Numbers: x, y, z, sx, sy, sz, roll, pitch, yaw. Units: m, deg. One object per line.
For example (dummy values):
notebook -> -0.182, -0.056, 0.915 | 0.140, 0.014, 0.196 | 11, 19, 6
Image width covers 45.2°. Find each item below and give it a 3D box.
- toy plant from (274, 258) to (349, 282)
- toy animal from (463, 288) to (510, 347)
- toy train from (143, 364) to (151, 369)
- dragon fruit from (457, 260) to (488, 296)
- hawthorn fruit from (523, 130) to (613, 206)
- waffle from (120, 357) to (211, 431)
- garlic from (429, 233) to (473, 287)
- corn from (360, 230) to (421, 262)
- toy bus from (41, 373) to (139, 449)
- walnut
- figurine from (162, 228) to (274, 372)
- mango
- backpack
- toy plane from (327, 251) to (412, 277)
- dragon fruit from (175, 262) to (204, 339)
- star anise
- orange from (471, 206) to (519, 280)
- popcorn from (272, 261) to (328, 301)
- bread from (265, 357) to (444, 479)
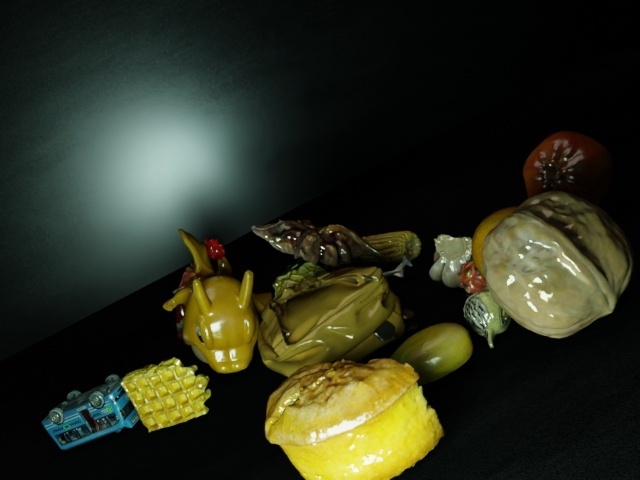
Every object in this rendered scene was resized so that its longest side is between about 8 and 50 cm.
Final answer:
toy plant -> -0.021, 0.104, 2.257 | 0.233, 0.112, 0.243 | -29, -28, -6
toy animal -> 0.332, 0.159, 1.561 | 0.098, 0.098, 0.137 | -13, 40, 45
toy train -> -0.553, 0.434, 2.238 | 0.202, 0.060, 0.081 | -32, 21, -22
dragon fruit -> 0.365, 0.091, 1.767 | 0.081, 0.086, 0.116 | 9, 8, -25
hawthorn fruit -> 0.651, -0.169, 1.972 | 0.224, 0.224, 0.261 | -14, -3, 43
waffle -> -0.367, 0.372, 1.899 | 0.211, 0.160, 0.055 | -22, 14, 20
garlic -> 0.334, 0.058, 1.915 | 0.131, 0.127, 0.194 | -6, -11, 6
corn -> 0.204, 0.021, 2.300 | 0.093, 0.093, 0.244 | -34, 15, -28
toy bus -> -0.611, 0.463, 2.067 | 0.246, 0.134, 0.113 | -23, 12, 18
walnut -> 0.440, 0.048, 1.438 | 0.273, 0.273, 0.227 | -37, -27, -37
figurine -> -0.296, 0.168, 2.147 | 0.268, 0.401, 0.387 | -40, 17, -5
mango -> 0.208, 0.232, 1.519 | 0.195, 0.091, 0.130 | -36, 16, -1
backpack -> 0.021, 0.190, 1.772 | 0.354, 0.201, 0.378 | -30, 16, -10
toy plane -> 0.125, 0.119, 2.148 | 0.273, 0.107, 0.182 | -6, -27, 8
dragon fruit -> -0.360, 0.216, 2.395 | 0.161, 0.274, 0.126 | 6, 29, 3
star anise -> -0.002, 0.002, 2.057 | 0.293, 0.108, 0.350 | -8, 22, -35
orange -> 0.428, 0.021, 1.666 | 0.206, 0.206, 0.206 | -25, 13, 6
popcorn -> -0.043, 0.158, 2.041 | 0.188, 0.167, 0.185 | -33, -7, -14
bread -> 0.028, 0.322, 1.303 | 0.340, 0.194, 0.179 | -14, 24, 47
